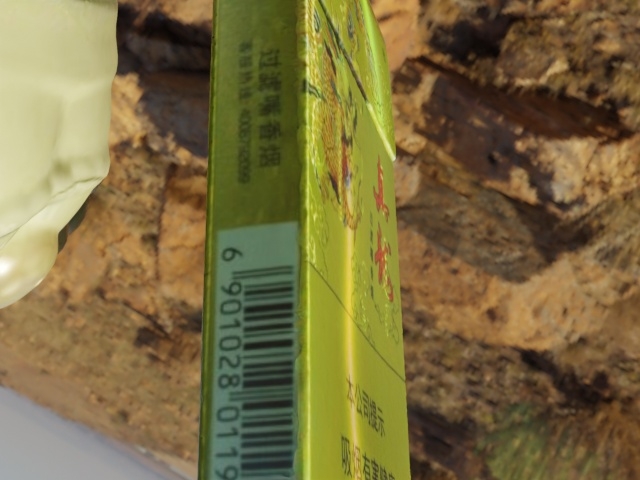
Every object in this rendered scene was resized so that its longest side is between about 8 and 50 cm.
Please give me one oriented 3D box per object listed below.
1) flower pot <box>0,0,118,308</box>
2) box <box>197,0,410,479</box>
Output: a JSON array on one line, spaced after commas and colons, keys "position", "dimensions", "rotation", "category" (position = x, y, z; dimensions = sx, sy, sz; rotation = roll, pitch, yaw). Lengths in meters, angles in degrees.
[{"position": [-0.239, -0.028, 0.370], "dimensions": [0.307, 0.244, 0.307], "rotation": [22, -167, -5], "category": "flower pot"}, {"position": [0.000, 0.000, 0.437], "dimensions": [0.043, 0.311, 0.173], "rotation": [-7, 156, 14], "category": "box"}]
